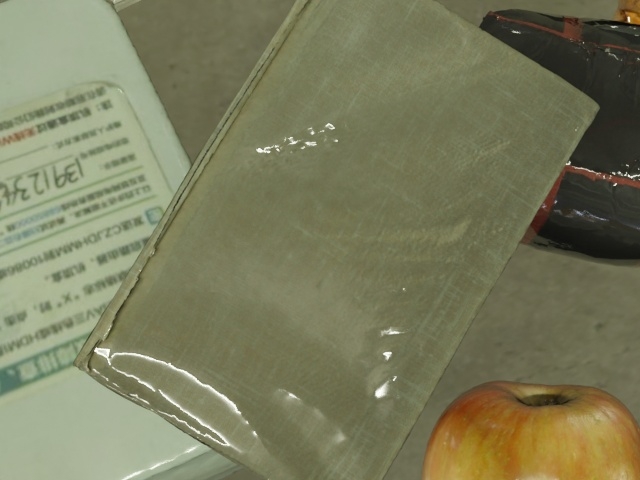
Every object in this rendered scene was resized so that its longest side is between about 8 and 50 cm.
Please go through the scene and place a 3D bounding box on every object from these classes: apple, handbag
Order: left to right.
[{"bbox_3d":[0.170,0.207,1.013,0.199,0.199,0.199,3,95,32],"label":"apple"},{"bbox_3d":[0.188,-0.063,0.855,0.215,0.169,0.155,15,77,2],"label":"handbag"}]

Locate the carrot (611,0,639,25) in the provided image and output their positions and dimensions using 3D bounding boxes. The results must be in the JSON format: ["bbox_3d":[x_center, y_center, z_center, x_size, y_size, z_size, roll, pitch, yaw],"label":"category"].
[{"bbox_3d":[0.336,-0.305,1.110,0.196,0.196,0.254,-13,72,32],"label":"carrot"}]

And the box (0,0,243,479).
[{"bbox_3d":[-0.262,0.042,0.892,0.395,0.111,0.397,-23,66,-10],"label":"box"}]

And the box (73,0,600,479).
[{"bbox_3d":[0.000,0.000,0.641,0.149,0.155,0.231,32,81,-5],"label":"box"}]

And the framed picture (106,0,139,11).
[{"bbox_3d":[-0.217,-0.314,1.439,0.203,0.150,0.015,31,144,48],"label":"framed picture"}]
